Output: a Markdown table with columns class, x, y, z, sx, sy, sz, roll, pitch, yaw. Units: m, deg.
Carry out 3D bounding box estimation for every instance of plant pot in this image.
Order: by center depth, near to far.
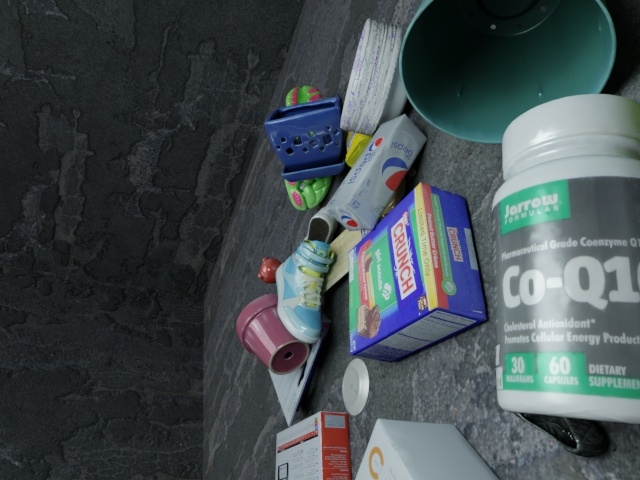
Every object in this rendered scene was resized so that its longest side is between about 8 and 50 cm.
| class | x | y | z | sx | sy | sz | roll | pitch | yaw |
| --- | --- | --- | --- | --- | --- | --- | --- | --- | --- |
| plant pot | 0.293 | -0.341 | 0.754 | 0.293 | 0.293 | 0.235 | -44 | 22 | 55 |
| plant pot | -0.129 | 0.290 | 1.411 | 0.180 | 0.201 | 0.201 | 47 | 123 | 47 |
| plant pot | -0.030 | -0.320 | 1.515 | 0.236 | 0.235 | 0.212 | -83 | -18 | -66 |

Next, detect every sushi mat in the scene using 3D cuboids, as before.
| class | x | y | z | sx | sy | sz | roll | pitch | yaw |
| --- | --- | --- | --- | --- | --- | --- | --- | --- | --- |
| sushi mat | 0.030 | 0.074 | 1.437 | 0.316 | 0.019 | 0.151 | -45 | 38 | 35 |

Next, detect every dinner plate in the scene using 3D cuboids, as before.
| class | x | y | z | sx | sy | sz | roll | pitch | yaw |
| --- | --- | --- | --- | --- | --- | --- | --- | --- | --- |
| dinner plate | 0.085 | 0.375 | 1.222 | 0.141 | 0.017 | 0.141 | -168 | 90 | -67 |

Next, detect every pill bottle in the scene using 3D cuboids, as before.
| class | x | y | z | sx | sy | sz | roll | pitch | yaw |
| --- | --- | --- | --- | --- | --- | --- | --- | --- | --- |
| pill bottle | 0.316 | 0.026 | 0.574 | 0.204 | 0.204 | 0.361 | 148 | 131 | -61 |

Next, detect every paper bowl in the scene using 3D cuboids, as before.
| class | x | y | z | sx | sy | sz | roll | pitch | yaw |
| --- | --- | --- | --- | --- | --- | --- | --- | --- | --- |
| paper bowl | 0.154 | -0.418 | 1.249 | 0.284 | 0.148 | 0.284 | -168 | 90 | -86 |

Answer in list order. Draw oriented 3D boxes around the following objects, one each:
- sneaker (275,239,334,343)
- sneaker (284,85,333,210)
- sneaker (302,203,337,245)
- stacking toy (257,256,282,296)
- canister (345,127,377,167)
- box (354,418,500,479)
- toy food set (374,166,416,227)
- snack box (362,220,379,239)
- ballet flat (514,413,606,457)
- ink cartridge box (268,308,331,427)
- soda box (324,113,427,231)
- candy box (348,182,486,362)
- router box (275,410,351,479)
| class | x | y | z | sx | sy | sz | roll | pitch | yaw |
| --- | --- | --- | --- | --- | --- | --- | --- | --- | --- |
| sneaker | -0.031 | 0.121 | 1.365 | 0.208 | 0.127 | 0.319 | -54 | 35 | 27 |
| sneaker | -0.035 | -0.332 | 1.762 | 0.202 | 0.185 | 0.483 | 69 | -159 | -71 |
| sneaker | 0.000 | 0.000 | 1.571 | 0.123 | 0.106 | 0.290 | -55 | -7 | -45 |
| stacking toy | -0.198 | 0.235 | 1.753 | 0.279 | 0.130 | 0.309 | 115 | 169 | -45 |
| canister | 0.123 | -0.318 | 1.429 | 0.126 | 0.073 | 0.170 | 126 | 150 | -48 |
| box | 0.150 | 0.508 | 0.775 | 0.215 | 0.168 | 0.345 | -133 | 58 | -65 |
| toy food set | 0.181 | -0.126 | 1.238 | 0.192 | 0.038 | 0.132 | -55 | 34 | 24 |
| snack box | 0.137 | 0.025 | 1.272 | 0.064 | 0.022 | 0.178 | 134 | 143 | -54 |
| ballet flat | 0.315 | 0.243 | 0.668 | 0.173 | 0.049 | 0.058 | -164 | 87 | -69 |
| ink cartridge box | -0.064 | 0.365 | 1.525 | 0.324 | 0.071 | 0.330 | -70 | 24 | 12 |
| soda box | 0.135 | -0.159 | 1.123 | 0.286 | 0.091 | 0.098 | -57 | 23 | -20 |
| candy box | 0.180 | 0.082 | 0.999 | 0.317 | 0.122 | 0.268 | 134 | 144 | -51 |
| router box | -0.029 | 0.646 | 1.266 | 0.335 | 0.082 | 0.301 | 131 | 145 | -51 |
